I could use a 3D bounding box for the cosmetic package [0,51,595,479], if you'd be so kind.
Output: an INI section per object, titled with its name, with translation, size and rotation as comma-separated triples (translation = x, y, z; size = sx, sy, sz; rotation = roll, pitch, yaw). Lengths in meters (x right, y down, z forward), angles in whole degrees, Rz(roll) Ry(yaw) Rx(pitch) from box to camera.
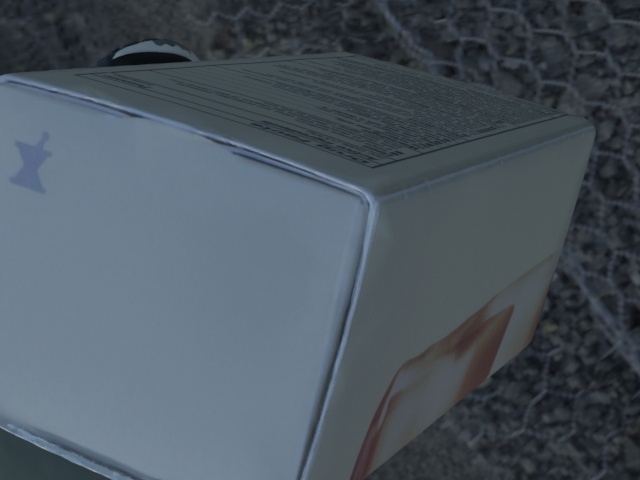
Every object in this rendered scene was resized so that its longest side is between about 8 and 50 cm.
[cosmetic package]
translation = 0.000, 0.000, 0.571
size = 0.153, 0.296, 0.129
rotation = 20, 106, 22

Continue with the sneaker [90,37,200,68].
[sneaker]
translation = -0.094, -0.079, 1.142
size = 0.107, 0.283, 0.124
rotation = -48, 63, 11
